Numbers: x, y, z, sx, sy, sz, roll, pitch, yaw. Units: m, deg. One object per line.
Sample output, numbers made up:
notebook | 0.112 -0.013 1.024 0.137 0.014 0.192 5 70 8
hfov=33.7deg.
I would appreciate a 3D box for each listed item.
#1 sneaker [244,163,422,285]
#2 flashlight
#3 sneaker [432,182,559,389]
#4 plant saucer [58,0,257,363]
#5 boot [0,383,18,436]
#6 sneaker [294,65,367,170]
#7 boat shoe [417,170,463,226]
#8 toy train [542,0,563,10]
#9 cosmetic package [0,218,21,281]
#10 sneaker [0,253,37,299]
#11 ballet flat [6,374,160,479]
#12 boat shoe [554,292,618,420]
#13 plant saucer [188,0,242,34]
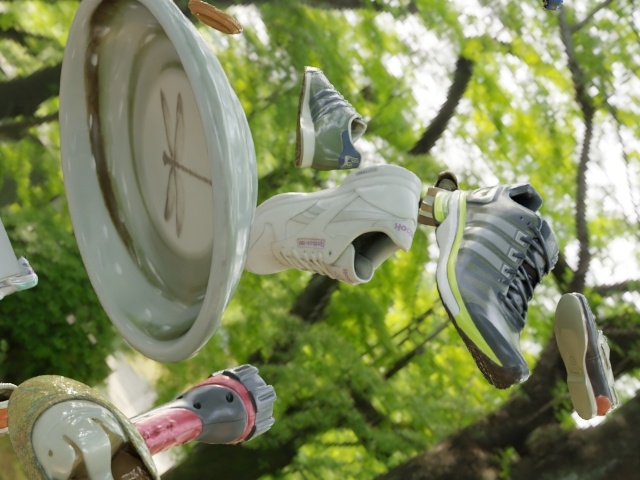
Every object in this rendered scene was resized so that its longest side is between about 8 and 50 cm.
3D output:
sneaker | 0.000 0.000 1.469 0.114 0.305 0.152 37 43 -40
flashlight | -0.184 0.239 1.307 0.103 0.103 0.304 50 34 17
sneaker | 0.192 0.029 1.119 0.111 0.121 0.300 56 21 -35
plant saucer | -0.159 -0.076 1.110 0.400 0.101 0.400 24 -61 53
boot | -0.477 0.227 1.409 0.158 0.084 0.059 -4 52 -40
sneaker | 0.015 -0.149 1.334 0.192 0.086 0.064 -89 -171 -49
boat shoe | 0.195 -0.071 1.624 0.190 0.068 0.072 -43 141 -73
toy train | 0.359 -0.399 1.545 0.158 0.027 0.036 105 -24 -44
cosmetic package | -0.402 -0.112 0.834 0.284 0.097 0.377 -37 106 -81
sneaker | -0.456 0.048 1.490 0.038 0.098 0.069 -8 -76 68
ballet flat | -0.209 0.251 1.055 0.348 0.123 0.123 52 -3 25
boat shoe | 0.277 0.116 1.090 0.049 0.043 0.137 5 -70 66
plant saucer | -0.149 -0.311 1.484 0.083 0.013 0.083 27 -5 2
